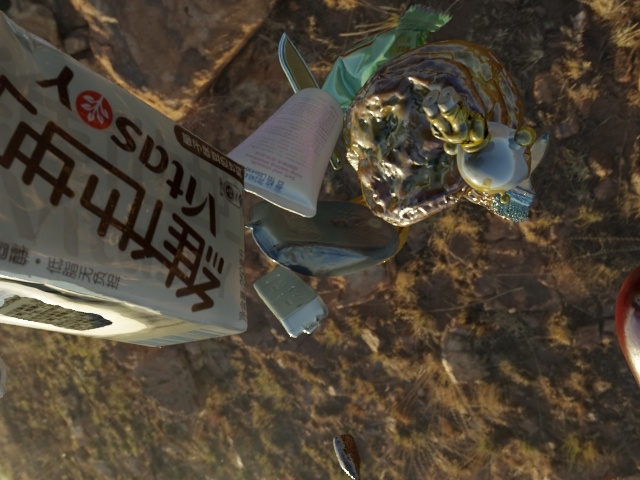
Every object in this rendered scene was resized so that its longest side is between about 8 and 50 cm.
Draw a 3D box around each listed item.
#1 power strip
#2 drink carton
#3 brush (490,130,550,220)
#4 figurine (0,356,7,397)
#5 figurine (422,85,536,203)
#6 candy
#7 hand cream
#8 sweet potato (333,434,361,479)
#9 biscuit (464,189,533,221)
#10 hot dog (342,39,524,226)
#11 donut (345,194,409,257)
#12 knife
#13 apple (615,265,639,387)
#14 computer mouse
[{"bbox_3d":[-0.077,0.128,1.274,0.058,0.098,0.338,59,169,-19],"label":"power strip"},{"bbox_3d":[-0.198,-0.025,0.478,0.132,0.325,0.194,-15,68,24],"label":"drink carton"},{"bbox_3d":[0.358,-0.112,0.969,0.070,0.021,0.196,28,143,17],"label":"brush"},{"bbox_3d":[-0.628,0.240,0.905,0.162,0.237,0.141,43,122,14],"label":"figurine"},{"bbox_3d":[0.163,-0.099,0.564,0.101,0.068,0.143,16,161,31],"label":"figurine"},{"bbox_3d":[0.159,-0.464,1.468,0.398,0.263,0.172,-34,95,38],"label":"candy"},{"bbox_3d":[-0.051,-0.163,1.000,0.186,0.358,0.118,24,128,1],"label":"hand cream"},{"bbox_3d":[0.063,0.458,1.151,0.117,0.049,0.049,-116,28,-42],"label":"sweet potato"},{"bbox_3d":[0.345,-0.086,1.124,0.175,0.026,0.124,31,171,-7],"label":"biscuit"},{"bbox_3d":[0.122,-0.128,0.726,0.272,0.122,0.196,-30,82,51],"label":"hot dog"},{"bbox_3d":[0.148,-0.039,1.638,0.254,0.253,0.118,15,154,37],"label":"donut"},{"bbox_3d":[-0.018,-0.327,1.329,0.027,0.061,0.343,18,141,61],"label":"knife"},{"bbox_3d":[0.682,0.167,0.977,0.288,0.288,0.316,-9,95,47],"label":"apple"},{"bbox_3d":[0.000,0.000,1.225,0.121,0.371,0.188,-66,35,32],"label":"computer mouse"}]
